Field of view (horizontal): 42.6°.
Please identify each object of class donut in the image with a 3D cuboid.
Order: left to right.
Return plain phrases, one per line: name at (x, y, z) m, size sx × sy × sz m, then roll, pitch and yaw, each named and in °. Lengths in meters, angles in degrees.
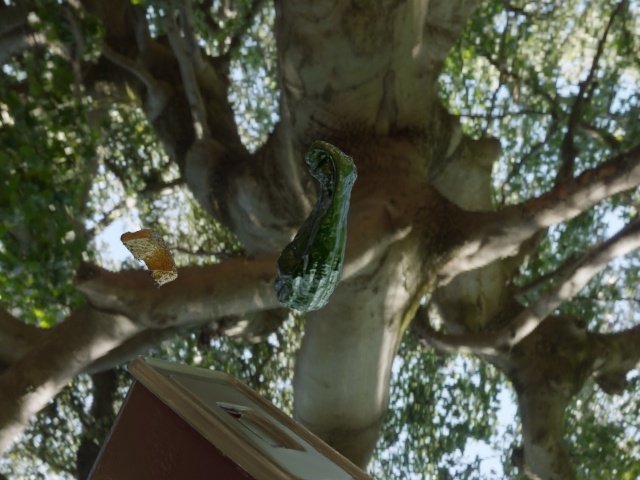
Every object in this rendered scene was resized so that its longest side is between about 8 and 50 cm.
donut at (-0.207, 0.020, 1.016) m, size 0.038 × 0.083 × 0.067 m, roll -23°, pitch -172°, yaw 7°

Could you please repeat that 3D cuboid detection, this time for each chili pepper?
chili pepper at (-0.006, -0.002, 0.987) m, size 0.074 × 0.256 × 0.100 m, roll -5°, pitch -140°, yaw -33°

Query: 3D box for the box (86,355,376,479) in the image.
box at (-0.099, 0.262, 0.858) m, size 0.294 × 0.193 × 0.167 m, roll 28°, pitch -90°, yaw 35°
